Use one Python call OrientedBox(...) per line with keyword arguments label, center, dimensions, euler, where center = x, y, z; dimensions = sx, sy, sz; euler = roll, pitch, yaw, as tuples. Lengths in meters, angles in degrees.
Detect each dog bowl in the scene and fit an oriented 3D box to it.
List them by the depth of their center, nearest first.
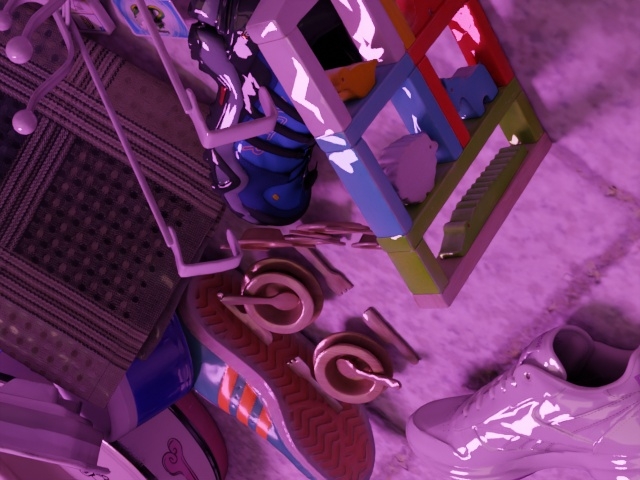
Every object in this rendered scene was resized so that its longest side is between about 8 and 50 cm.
OrientedBox(label="dog bowl", center=(-0.252, 0.081, 1.399), dimensions=(0.265, 0.104, 0.265), euler=(45, 154, 30))
OrientedBox(label="dog bowl", center=(-0.299, 0.267, 1.695), dimensions=(0.408, 0.150, 0.408), euler=(23, 142, 19))

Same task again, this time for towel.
OrientedBox(label="towel", center=(-0.260, -0.041, 1.222), dimensions=(0.324, 0.312, 0.056), euler=(31, -173, 1))

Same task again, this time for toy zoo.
OrientedBox(label="toy zoo", center=(0.056, -0.122, 0.901), dimensions=(0.030, 0.192, 0.293), euler=(-5, 127, 43))

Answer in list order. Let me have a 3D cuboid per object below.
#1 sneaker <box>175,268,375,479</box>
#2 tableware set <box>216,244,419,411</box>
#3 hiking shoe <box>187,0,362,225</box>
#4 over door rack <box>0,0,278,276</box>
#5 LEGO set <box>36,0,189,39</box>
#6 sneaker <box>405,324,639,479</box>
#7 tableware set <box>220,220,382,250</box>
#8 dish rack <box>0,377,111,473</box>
OrientedBox(label="sneaker", center=(-0.061, 0.156, 1.408), dimensions=(0.302, 0.108, 0.121), euler=(51, 146, -9))
OrientedBox(label="tableware set", center=(-0.006, 0.098, 1.304), dimensions=(0.194, 0.039, 0.128), euler=(45, 124, -13))
OrientedBox(label="hiking shoe", center=(-0.024, -0.106, 1.062), dimensions=(0.132, 0.113, 0.304), euler=(12, 146, 15))
OrientedBox(label="over door rack", center=(-0.176, -0.136, 1.011), dimensions=(0.324, 0.108, 0.239), euler=(53, 156, 16))
OrientedBox(label="LEGO set", center=(-0.182, -0.254, 1.106), dimensions=(0.244, 0.060, 0.182), euler=(11, 148, 37))
OrientedBox(label="sneaker", center=(0.200, 0.143, 1.178), dimensions=(0.305, 0.114, 0.152), euler=(-9, 111, 41))
OrientedBox(label="tableware set", center=(0.000, 0.000, 1.170), dimensions=(0.168, 0.141, 0.020), euler=(-4, 83, 39))
OrientedBox(label="dish rack", center=(-0.375, 0.163, 1.276), dimensions=(0.333, 0.072, 0.285), euler=(12, 169, 0))
